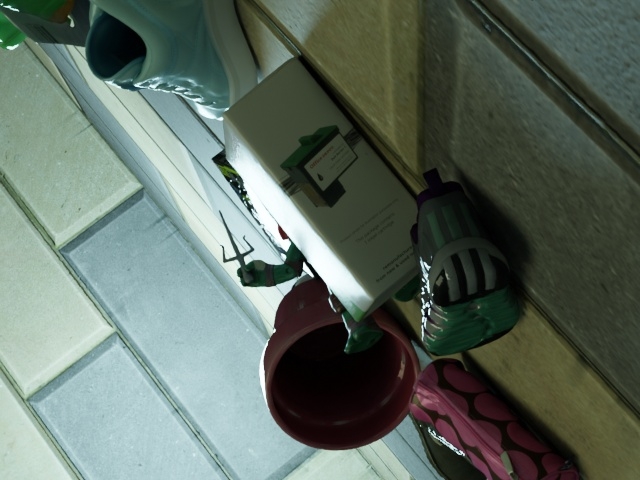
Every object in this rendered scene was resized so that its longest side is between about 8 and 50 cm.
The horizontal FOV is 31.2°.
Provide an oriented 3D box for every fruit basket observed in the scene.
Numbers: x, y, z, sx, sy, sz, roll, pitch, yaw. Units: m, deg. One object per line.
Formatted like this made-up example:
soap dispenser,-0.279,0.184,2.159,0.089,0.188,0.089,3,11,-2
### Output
fruit basket,-0.430,-0.388,1.600,0.327,0.165,0.353,52,-171,0

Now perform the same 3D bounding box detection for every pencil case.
pencil case,0.177,0.209,1.215,0.098,0.095,0.209,12,-160,-43

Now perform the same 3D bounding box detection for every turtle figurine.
turtle figurine,0.000,0.000,1.234,0.234,0.118,0.175,46,128,24

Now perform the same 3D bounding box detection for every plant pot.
plant pot,0.015,0.144,1.505,0.201,0.201,0.180,57,-175,-27

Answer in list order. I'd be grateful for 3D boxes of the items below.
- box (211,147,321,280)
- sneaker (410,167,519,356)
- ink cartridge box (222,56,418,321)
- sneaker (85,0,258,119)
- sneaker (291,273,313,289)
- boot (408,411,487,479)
box,-0.066,-0.043,1.588,0.184,0.045,0.191,58,170,-18
sneaker,0.114,0.022,0.941,0.223,0.083,0.098,81,173,-67
ink cartridge box,0.007,-0.043,1.079,0.219,0.093,0.160,50,170,7
sneaker,-0.165,-0.203,1.134,0.135,0.150,0.366,50,170,20
sneaker,0.032,0.145,1.747,0.216,0.079,0.121,60,174,2
boot,0.189,0.259,1.446,0.189,0.076,0.208,52,164,-13
